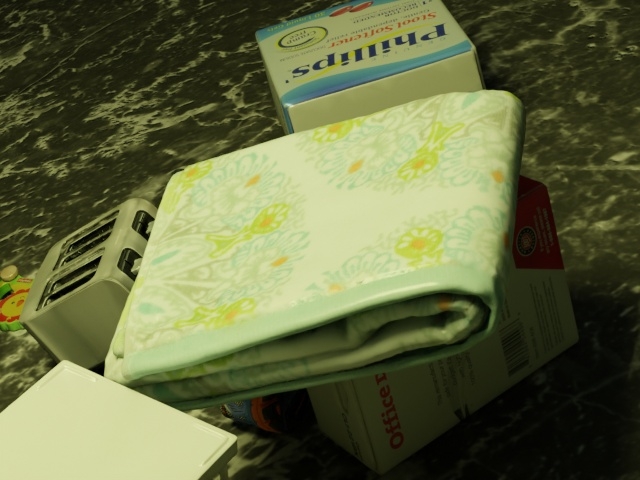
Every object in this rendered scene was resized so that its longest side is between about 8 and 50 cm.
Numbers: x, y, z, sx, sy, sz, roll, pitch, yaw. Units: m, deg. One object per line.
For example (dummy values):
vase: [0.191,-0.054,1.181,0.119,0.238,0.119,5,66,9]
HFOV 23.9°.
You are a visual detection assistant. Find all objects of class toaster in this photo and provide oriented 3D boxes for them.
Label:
toaster: [-0.249,0.058,1.764,0.186,0.110,0.168,-28,27,26]

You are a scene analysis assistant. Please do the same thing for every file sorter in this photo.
file sorter: [-0.222,0.273,1.271,0.193,0.173,0.278,20,40,27]

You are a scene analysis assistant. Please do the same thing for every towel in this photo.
towel: [0.000,0.000,1.394,0.375,0.090,0.320,-13,36,21]

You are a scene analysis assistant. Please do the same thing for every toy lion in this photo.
toy lion: [-0.385,0.077,1.927,0.100,0.034,0.096,5,43,33]

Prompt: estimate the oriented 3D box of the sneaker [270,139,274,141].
sneaker: [-0.057,-0.110,2.085,0.035,0.031,0.083,2,36,5]

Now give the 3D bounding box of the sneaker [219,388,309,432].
sneaker: [-0.041,0.119,1.633,0.087,0.083,0.221,-4,29,31]

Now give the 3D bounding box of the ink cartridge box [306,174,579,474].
ink cartridge box: [0.109,0.073,1.513,0.273,0.197,0.114,-31,32,-24]

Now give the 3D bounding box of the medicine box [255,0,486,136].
medicine box: [0.069,-0.214,2.073,0.264,0.149,0.289,-17,29,-2]
